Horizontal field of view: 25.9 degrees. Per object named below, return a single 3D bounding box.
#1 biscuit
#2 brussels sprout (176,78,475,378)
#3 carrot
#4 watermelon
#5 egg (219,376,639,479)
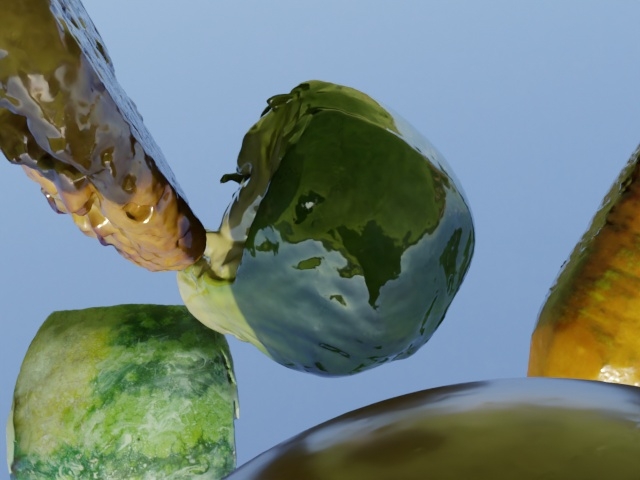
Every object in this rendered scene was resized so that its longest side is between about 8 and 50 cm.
[{"bbox_3d":[-0.160,-0.107,0.737,0.081,0.289,0.334,-31,-170,-3],"label":"biscuit"},{"bbox_3d":[0.007,0.004,0.756,0.145,0.183,0.131,29,-128,-6],"label":"brussels sprout"},{"bbox_3d":[0.233,-0.008,0.909,0.114,0.114,0.302,23,-96,48],"label":"carrot"},{"bbox_3d":[-0.176,0.215,1.338,0.223,0.305,0.180,-2,174,14],"label":"watermelon"},{"bbox_3d":[0.049,0.200,0.426,0.301,0.301,0.374,-45,-172,-37],"label":"egg"}]
